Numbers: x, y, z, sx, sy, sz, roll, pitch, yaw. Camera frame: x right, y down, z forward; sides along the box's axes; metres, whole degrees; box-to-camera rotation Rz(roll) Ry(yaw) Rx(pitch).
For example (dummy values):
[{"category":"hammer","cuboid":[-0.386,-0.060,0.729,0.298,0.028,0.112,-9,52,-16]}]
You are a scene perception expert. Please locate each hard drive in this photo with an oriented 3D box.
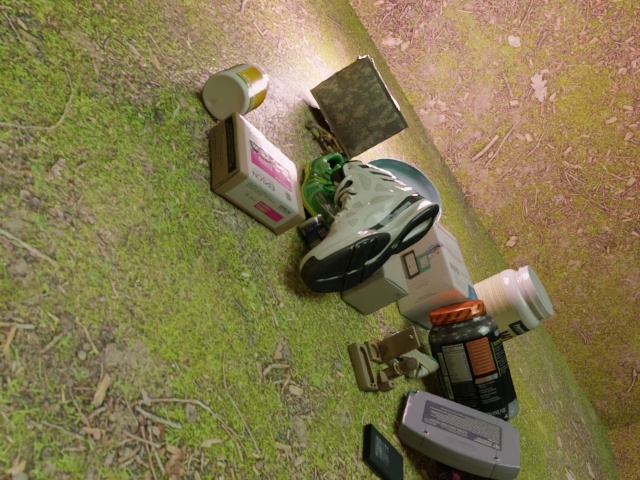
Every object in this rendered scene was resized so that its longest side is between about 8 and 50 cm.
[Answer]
[{"category":"hard drive","cuboid":[0.142,0.484,1.405,0.135,0.022,0.094,50,26,-24]}]

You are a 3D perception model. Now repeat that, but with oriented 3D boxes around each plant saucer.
[{"category":"plant saucer","cuboid":[0.266,-0.147,2.163,0.317,0.044,0.318,11,54,-16]}]

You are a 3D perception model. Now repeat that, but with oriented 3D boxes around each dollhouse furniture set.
[{"category":"dollhouse furniture set","cuboid":[0.166,0.286,1.548,0.151,0.123,0.144,28,40,-51]}]

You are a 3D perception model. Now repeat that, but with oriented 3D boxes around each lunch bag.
[{"category":"lunch bag","cuboid":[0.128,-0.450,2.132,0.287,0.235,0.169,60,11,-6]}]

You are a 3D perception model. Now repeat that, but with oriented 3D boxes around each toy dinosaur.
[{"category":"toy dinosaur","cuboid":[0.038,-0.315,2.037,0.211,0.064,0.112,40,30,-40]}]

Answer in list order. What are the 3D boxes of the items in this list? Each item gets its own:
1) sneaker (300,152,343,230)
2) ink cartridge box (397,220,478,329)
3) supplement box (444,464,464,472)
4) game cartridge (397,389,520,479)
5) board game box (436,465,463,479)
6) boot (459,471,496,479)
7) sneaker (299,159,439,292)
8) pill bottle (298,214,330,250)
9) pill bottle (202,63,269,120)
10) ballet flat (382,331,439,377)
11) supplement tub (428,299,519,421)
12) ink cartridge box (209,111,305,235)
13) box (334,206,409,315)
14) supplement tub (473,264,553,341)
[{"category":"sneaker","cuboid":[0.017,-0.150,1.736,0.109,0.123,0.296,44,29,-34]},{"category":"ink cartridge box","cuboid":[0.350,0.107,2.023,0.198,0.197,0.270,33,36,-46]},{"category":"supplement box","cuboid":[0.410,0.557,1.658,0.188,0.081,0.104,20,15,-12]},{"category":"game cartridge","cuboid":[0.343,0.482,1.568,0.297,0.062,0.198,19,28,10]},{"category":"board game box","cuboid":[0.400,0.679,1.681,0.208,0.056,0.346,60,23,9]},{"category":"boot","cuboid":[0.435,0.730,1.536,0.222,0.118,0.339,38,40,-52]},{"category":"sneaker","cuboid":[0.066,-0.048,1.570,0.447,0.169,0.257,-28,58,-37]},{"category":"pill bottle","cuboid":[0.000,0.000,1.605,0.120,0.067,0.067,62,24,2]},{"category":"pill bottle","cuboid":[-0.199,-0.371,1.559,0.118,0.117,0.208,55,24,-12]},{"category":"ballet flat","cuboid":[0.244,0.332,1.730,0.248,0.086,0.086,39,32,-38]},{"category":"supplement tub","cuboid":[0.437,0.355,1.838,0.207,0.207,0.338,-11,87,-65]},{"category":"ink cartridge box","cuboid":[-0.145,-0.151,1.460,0.234,0.088,0.193,36,32,-45]},{"category":"box","cuboid":[0.127,0.030,1.732,0.121,0.147,0.311,37,32,-41]},{"category":"supplement tub","cuboid":[0.658,0.249,2.323,0.235,0.324,0.236,44,29,-32]}]
